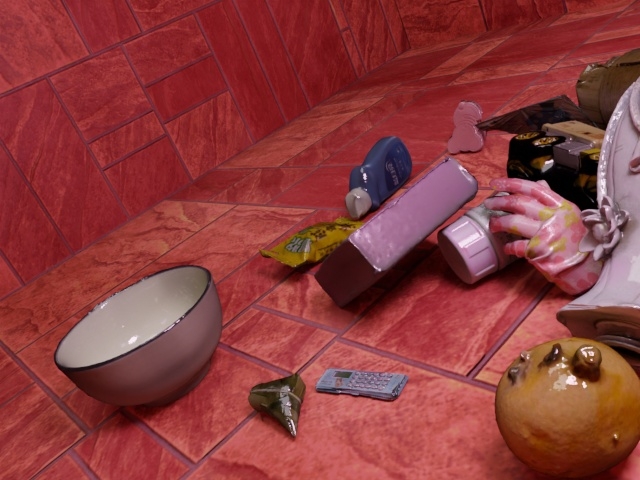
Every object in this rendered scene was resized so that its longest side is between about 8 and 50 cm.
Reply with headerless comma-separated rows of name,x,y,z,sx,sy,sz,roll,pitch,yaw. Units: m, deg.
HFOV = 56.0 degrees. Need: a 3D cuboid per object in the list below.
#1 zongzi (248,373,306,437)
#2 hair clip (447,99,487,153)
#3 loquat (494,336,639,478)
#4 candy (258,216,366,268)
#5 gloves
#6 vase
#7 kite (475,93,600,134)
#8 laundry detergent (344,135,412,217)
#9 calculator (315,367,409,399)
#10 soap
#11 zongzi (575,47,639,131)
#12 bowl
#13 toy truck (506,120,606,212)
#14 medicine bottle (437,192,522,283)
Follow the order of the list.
zongzi,-0.083,0.292,1.030,0.109,0.055,0.119,-18,34,20
hair clip,0.432,-0.333,1.780,0.123,0.138,0.102,11,45,42
loquat,0.293,0.189,0.709,0.172,0.204,0.149,-14,41,-4
candy,0.000,0.000,1.551,0.297,0.081,0.187,-22,19,-32
gloves,0.385,-0.024,1.038,0.145,0.241,0.126,-42,-9,0
vase,0.484,-0.037,0.819,0.250,0.250,0.445,6,61,51
kite,0.522,-0.243,1.393,0.335,0.314,0.011,14,71,9
laundry detergent,0.157,-0.171,1.694,0.094,0.143,0.290,0,36,37
calculator,0.066,0.244,1.031,0.172,0.018,0.057,-5,28,40
soap,0.149,-0.008,1.221,0.296,0.107,0.285,-39,-5,-24
zongzi,0.876,-0.348,1.267,0.467,0.218,0.500,-28,23,-9
bowl,-0.349,0.221,1.264,0.354,0.185,0.354,-20,23,9
toy truck,0.544,-0.128,1.178,0.254,0.180,0.405,-18,19,-3
medicine bottle,0.328,-0.006,1.169,0.168,0.135,0.135,-30,23,-4
